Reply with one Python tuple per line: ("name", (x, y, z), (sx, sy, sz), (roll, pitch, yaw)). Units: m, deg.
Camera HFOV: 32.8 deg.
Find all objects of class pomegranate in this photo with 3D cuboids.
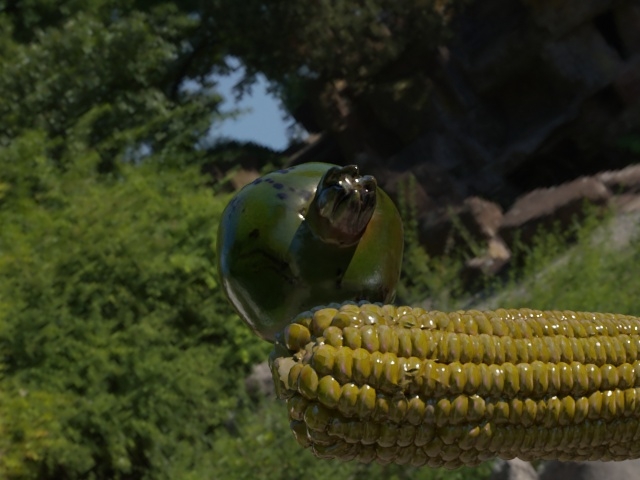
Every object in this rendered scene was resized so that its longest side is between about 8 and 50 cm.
("pomegranate", (0.000, 0.000, 0.970), (0.180, 0.180, 0.209), (-35, -17, -35))

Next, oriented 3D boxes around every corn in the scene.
("corn", (0.116, 0.087, 0.634), (0.292, 0.101, 0.101), (4, -9, -13))
